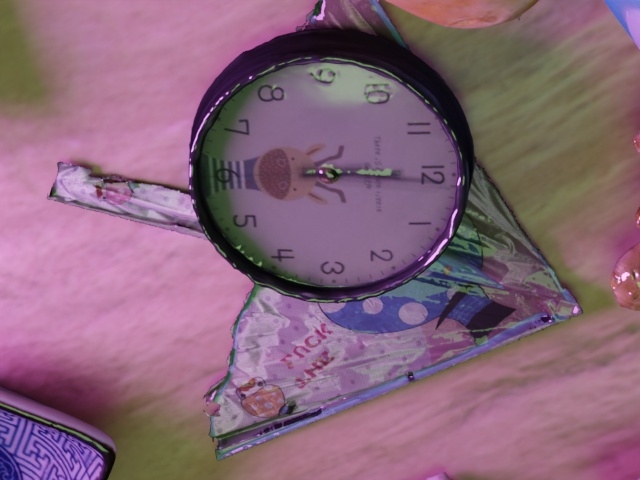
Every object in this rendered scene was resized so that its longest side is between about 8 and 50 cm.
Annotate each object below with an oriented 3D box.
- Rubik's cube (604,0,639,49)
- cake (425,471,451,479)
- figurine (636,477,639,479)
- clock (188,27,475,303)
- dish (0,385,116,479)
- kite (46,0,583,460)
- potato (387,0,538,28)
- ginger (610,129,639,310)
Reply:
[{"bbox_3d":[0.333,-0.137,0.679,0.347,0.352,0.351,-39,115,13],"label":"Rubik's cube"},{"bbox_3d":[0.089,0.272,1.082,0.135,0.134,0.147,-36,118,20],"label":"cake"},{"bbox_3d":[0.255,0.215,1.032,0.145,0.145,0.222,41,120,-18],"label":"figurine"},{"bbox_3d":[0.005,-0.043,0.941,0.185,0.040,0.184,2,121,4],"label":"clock"},{"bbox_3d":[-0.262,0.186,1.089,0.182,0.080,0.243,21,117,-8],"label":"dish"},{"bbox_3d":[0.000,0.000,1.000,0.369,0.014,0.406,14,121,-3],"label":"kite"},{"bbox_3d":[0.059,-0.189,0.832,0.178,0.109,0.118,31,95,-21],"label":"potato"},{"bbox_3d":[0.240,-0.056,0.930,0.193,0.052,0.176,-32,114,12],"label":"ginger"}]
